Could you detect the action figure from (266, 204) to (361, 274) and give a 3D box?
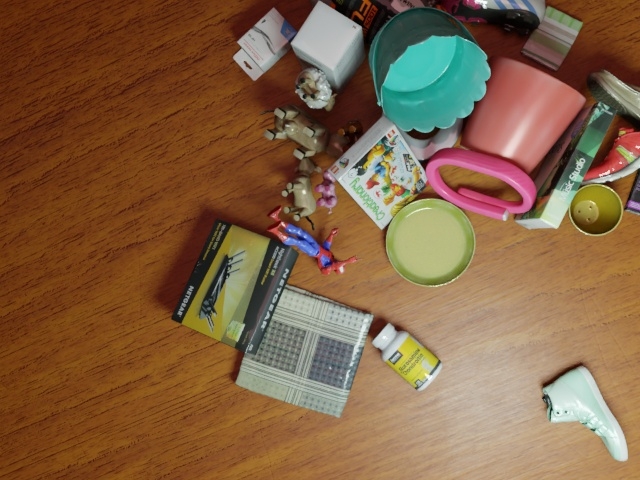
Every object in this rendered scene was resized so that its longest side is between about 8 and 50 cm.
[{"bbox_3d":[0.000,0.000,1.804,0.139,0.280,0.091,-28,40,25],"label":"action figure"}]

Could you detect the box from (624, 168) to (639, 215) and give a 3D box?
[{"bbox_3d":[0.894,-0.138,1.806,0.116,0.029,0.162,19,88,7],"label":"box"}]

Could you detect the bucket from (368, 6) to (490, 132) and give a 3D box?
[{"bbox_3d":[0.256,-0.427,1.682,0.281,0.281,0.183,-24,45,5],"label":"bucket"}]

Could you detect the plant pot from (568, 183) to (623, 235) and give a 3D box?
[{"bbox_3d":[0.713,-0.076,1.790,0.134,0.095,0.134,0,87,7],"label":"plant pot"}]

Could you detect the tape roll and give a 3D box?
[{"bbox_3d":[0.277,-0.324,1.862,0.219,0.072,0.219,0,87,6],"label":"tape roll"}]

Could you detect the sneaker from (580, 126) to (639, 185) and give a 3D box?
[{"bbox_3d":[0.793,-0.234,1.763,0.279,0.107,0.118,-29,86,21],"label":"sneaker"}]

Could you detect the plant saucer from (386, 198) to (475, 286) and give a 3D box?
[{"bbox_3d":[0.300,0.006,1.862,0.241,0.037,0.240,0,88,6],"label":"plant saucer"}]

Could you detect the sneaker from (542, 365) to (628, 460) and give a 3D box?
[{"bbox_3d":[0.680,0.474,1.769,0.151,0.094,0.255,-25,75,-1],"label":"sneaker"}]

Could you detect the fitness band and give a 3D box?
[{"bbox_3d":[0.410,-0.145,1.752,0.291,0.209,0.054,20,67,28],"label":"fitness band"}]

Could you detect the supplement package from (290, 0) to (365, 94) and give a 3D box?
[{"bbox_3d":[0.027,-0.509,1.811,0.134,0.244,0.139,34,91,7],"label":"supplement package"}]

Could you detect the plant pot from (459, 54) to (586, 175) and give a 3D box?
[{"bbox_3d":[0.502,-0.310,1.753,0.275,0.275,0.243,29,101,7],"label":"plant pot"}]

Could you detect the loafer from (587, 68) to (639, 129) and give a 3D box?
[{"bbox_3d":[0.827,-0.372,1.794,0.268,0.102,0.092,37,90,-3],"label":"loafer"}]

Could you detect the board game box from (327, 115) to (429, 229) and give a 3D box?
[{"bbox_3d":[0.160,-0.167,1.759,0.193,0.305,0.053,-44,55,3],"label":"board game box"}]

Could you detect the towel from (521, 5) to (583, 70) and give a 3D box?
[{"bbox_3d":[0.635,-0.553,1.860,0.113,0.023,0.152,30,89,5],"label":"towel"}]

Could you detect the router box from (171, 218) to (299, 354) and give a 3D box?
[{"bbox_3d":[-0.232,0.124,1.851,0.243,0.081,0.308,20,81,19],"label":"router box"}]

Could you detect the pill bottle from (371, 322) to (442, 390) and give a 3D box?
[{"bbox_3d":[0.229,0.309,1.823,0.184,0.103,0.103,41,92,6],"label":"pill bottle"}]

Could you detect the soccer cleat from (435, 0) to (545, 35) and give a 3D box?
[{"bbox_3d":[0.450,-0.664,1.850,0.331,0.116,0.143,18,72,6],"label":"soccer cleat"}]

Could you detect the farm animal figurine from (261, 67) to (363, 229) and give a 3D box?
[{"bbox_3d":[-0.015,-0.247,1.831,0.326,0.172,0.330,50,119,5],"label":"farm animal figurine"}]

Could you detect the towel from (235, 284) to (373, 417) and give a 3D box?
[{"bbox_3d":[-0.050,0.301,1.889,0.324,0.056,0.312,17,92,5],"label":"towel"}]

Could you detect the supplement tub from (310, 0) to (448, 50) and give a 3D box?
[{"bbox_3d":[0.157,-0.634,1.821,0.338,0.207,0.207,35,92,7],"label":"supplement tub"}]

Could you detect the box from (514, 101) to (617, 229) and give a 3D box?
[{"bbox_3d":[0.618,-0.182,1.735,0.058,0.232,0.322,25,90,0],"label":"box"}]

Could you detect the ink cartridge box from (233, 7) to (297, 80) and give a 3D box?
[{"bbox_3d":[-0.160,-0.555,1.926,0.180,0.060,0.104,-43,84,3],"label":"ink cartridge box"}]
